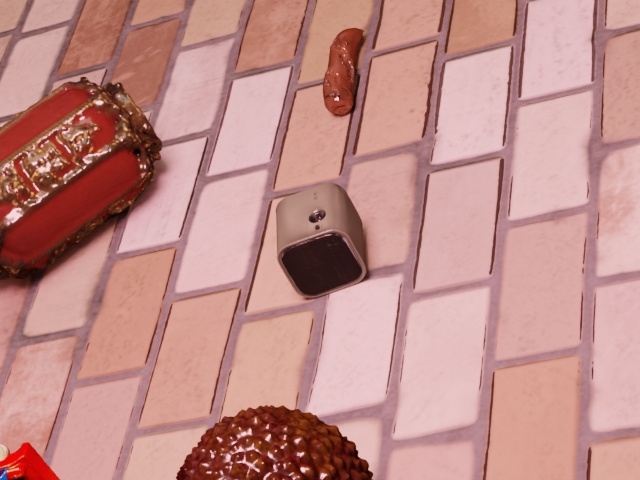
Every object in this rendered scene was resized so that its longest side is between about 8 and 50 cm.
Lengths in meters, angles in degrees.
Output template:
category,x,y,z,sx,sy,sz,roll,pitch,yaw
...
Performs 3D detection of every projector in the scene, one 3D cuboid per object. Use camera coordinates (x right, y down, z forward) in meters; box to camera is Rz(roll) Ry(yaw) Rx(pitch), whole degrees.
category,x,y,z,sx,sy,sz,roll,pitch,yaw
projector,0.000,0.000,1.912,0.083,0.083,0.082,-20,38,14

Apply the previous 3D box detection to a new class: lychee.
category,x,y,z,sx,sy,sz,roll,pitch,yaw
lychee,-0.038,0.239,1.596,0.188,0.188,0.188,-18,39,15

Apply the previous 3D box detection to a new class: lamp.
category,x,y,z,sx,sy,sz,roll,pitch,yaw
lamp,-0.327,-0.077,2.151,0.274,0.177,0.177,-38,38,-7

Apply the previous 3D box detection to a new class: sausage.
category,x,y,z,sx,sy,sz,roll,pitch,yaw
sausage,0.027,-0.211,2.177,0.036,0.042,0.158,-51,18,40

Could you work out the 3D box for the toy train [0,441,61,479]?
category,x,y,z,sx,sy,sz,roll,pitch,yaw
toy train,-0.375,0.288,1.830,0.204,0.083,0.131,-17,39,19
